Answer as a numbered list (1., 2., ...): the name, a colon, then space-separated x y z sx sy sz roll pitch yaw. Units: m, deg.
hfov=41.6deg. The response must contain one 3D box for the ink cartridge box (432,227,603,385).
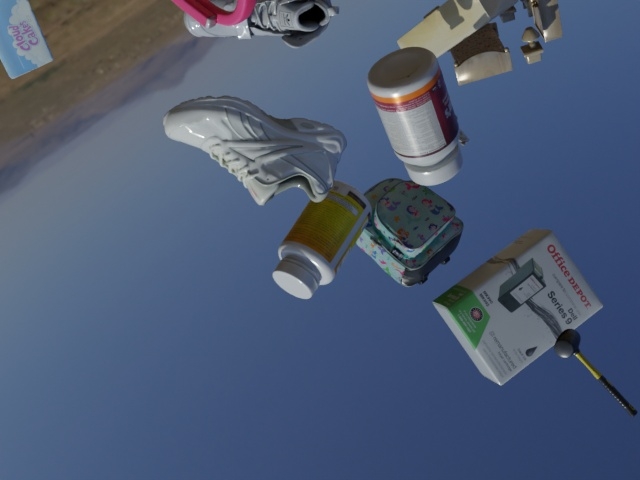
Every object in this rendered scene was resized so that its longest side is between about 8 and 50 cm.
1. ink cartridge box: 0.426 0.137 1.824 0.289 0.211 0.121 -37 -173 -5

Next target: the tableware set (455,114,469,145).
1. tableware set: 0.229 -0.252 1.691 0.020 0.168 0.141 -54 -167 28

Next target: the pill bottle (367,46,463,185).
1. pill bottle: 0.168 -0.207 1.432 0.121 0.221 0.121 -15 -138 14

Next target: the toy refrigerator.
1. toy refrigerator: 0.287 -0.474 1.813 0.102 0.094 0.269 -37 -173 -30

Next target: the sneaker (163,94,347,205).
1. sneaker: -0.085 -0.106 1.046 0.090 0.232 0.115 123 -23 -74

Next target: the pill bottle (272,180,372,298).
1. pill bottle: 0.000 0.000 1.570 0.117 0.117 0.215 -11 -139 56

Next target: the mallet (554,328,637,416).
1. mallet: 0.490 0.241 1.502 0.062 0.190 0.039 -17 154 -53

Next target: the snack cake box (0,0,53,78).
1. snack cake box: -0.566 -0.434 1.456 0.089 0.264 0.152 -28 -122 -14

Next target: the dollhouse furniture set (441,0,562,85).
1. dollhouse furniture set: 0.402 -0.560 2.106 0.355 0.174 0.303 -15 -142 9

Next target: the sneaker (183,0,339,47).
1. sneaker: -0.134 -0.537 1.979 0.366 0.137 0.210 -13 -149 -9

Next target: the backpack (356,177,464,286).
1. backpack: 0.207 -0.040 2.132 0.225 0.253 0.191 -39 153 -25

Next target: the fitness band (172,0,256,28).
1. fitness band: -0.244 -0.550 1.672 0.054 0.291 0.209 -39 163 -37
